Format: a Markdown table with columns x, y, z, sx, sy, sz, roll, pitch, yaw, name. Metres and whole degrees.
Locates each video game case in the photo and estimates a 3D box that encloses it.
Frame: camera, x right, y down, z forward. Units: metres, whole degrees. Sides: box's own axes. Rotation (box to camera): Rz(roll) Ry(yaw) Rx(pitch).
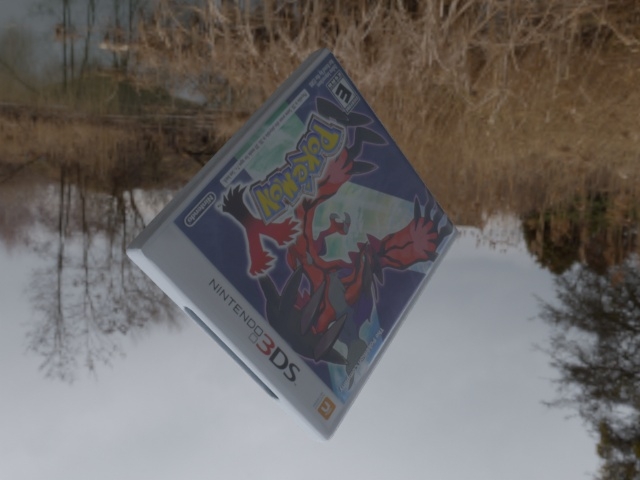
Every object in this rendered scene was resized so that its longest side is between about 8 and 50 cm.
| x | y | z | sx | sy | sz | roll | pitch | yaw | name |
| --- | --- | --- | --- | --- | --- | --- | --- | --- | --- |
| 0.000 | 0.000 | 0.455 | 0.023 | 0.183 | 0.201 | -7 | -141 | 52 | video game case |
